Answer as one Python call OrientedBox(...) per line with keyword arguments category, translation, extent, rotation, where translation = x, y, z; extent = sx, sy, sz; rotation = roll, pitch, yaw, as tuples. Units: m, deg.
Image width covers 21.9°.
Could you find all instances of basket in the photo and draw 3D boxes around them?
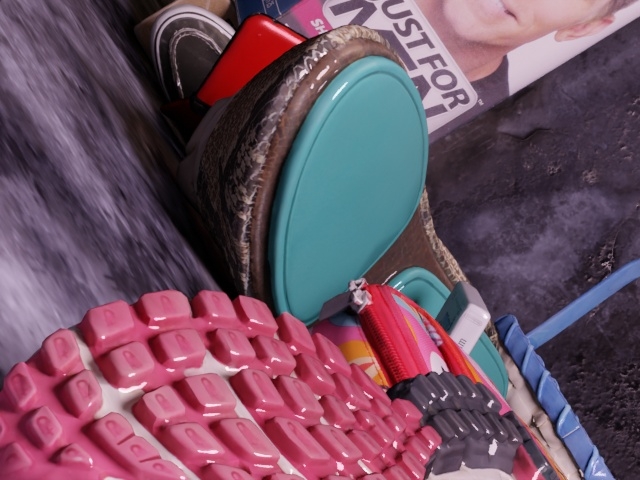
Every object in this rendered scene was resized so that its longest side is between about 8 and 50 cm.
OrientedBox(category="basket", translation=(0.239, 0.170, 1.504), extent=(0.201, 0.289, 0.255), rotation=(47, 14, -45))

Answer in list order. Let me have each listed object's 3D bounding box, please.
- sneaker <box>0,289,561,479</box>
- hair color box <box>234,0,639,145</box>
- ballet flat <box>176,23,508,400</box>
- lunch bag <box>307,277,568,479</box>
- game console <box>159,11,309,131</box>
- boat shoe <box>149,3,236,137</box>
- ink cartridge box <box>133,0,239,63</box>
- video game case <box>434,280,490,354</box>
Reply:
OrientedBox(category="sneaker", translation=(-0.003, 0.104, 0.506), extent=(0.121, 0.112, 0.299), rotation=(54, 15, 29))
OrientedBox(category="hair color box", translation=(0.122, -0.210, 1.315), extent=(0.174, 0.347, 0.105), rotation=(51, 13, -30))
OrientedBox(category="ballet flat", translation=(0.000, 0.000, 1.117), extent=(0.182, 0.164, 0.483), rotation=(35, -14, 31))
OrientedBox(category="lunch bag", translation=(0.065, 0.166, 0.769), extent=(0.258, 0.120, 0.293), rotation=(46, 14, -50))
OrientedBox(category="game console", translation=(-0.025, -0.096, 1.199), extent=(0.144, 0.124, 0.085), rotation=(28, 20, -21))
OrientedBox(category="boat shoe", translation=(-0.061, -0.084, 1.289), extent=(0.219, 0.077, 0.070), rotation=(59, 3, -16))
OrientedBox(category="ink cartridge box", translation=(-0.056, -0.106, 1.439), extent=(0.235, 0.088, 0.193), rotation=(57, 6, -5))
OrientedBox(category="video game case", translation=(0.058, 0.095, 1.018), extent=(0.019, 0.143, 0.157), rotation=(31, 4, 0))
